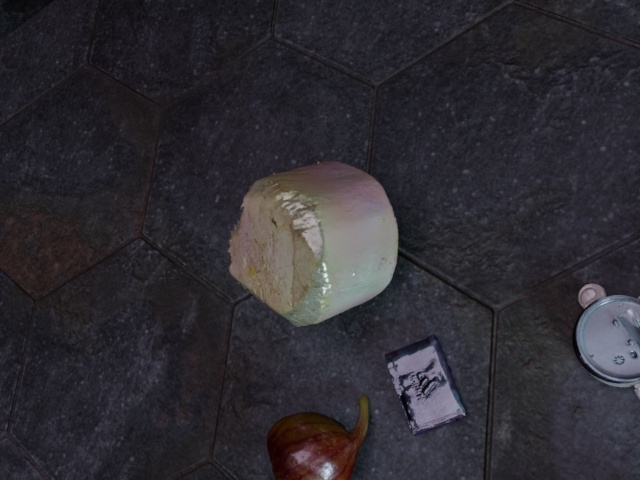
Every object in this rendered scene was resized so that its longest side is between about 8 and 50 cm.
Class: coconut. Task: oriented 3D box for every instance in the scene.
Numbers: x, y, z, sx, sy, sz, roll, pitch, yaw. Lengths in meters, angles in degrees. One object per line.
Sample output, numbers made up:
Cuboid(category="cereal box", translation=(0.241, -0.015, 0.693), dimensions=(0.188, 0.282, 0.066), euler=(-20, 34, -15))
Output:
Cuboid(category="coconut", translation=(0.000, 0.000, 1.461), dimensions=(0.298, 0.310, 0.297), euler=(11, 107, 39))

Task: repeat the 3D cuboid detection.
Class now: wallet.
Cuboid(category="wallet", translation=(0.197, 0.271, 1.430), dimensions=(0.111, 0.030, 0.165), euler=(-23, 67, 12))

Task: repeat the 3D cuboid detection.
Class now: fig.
Cuboid(category="fig", translation=(0.010, 0.391, 1.415), dimensions=(0.207, 0.175, 0.175), euler=(-17, 66, -1))

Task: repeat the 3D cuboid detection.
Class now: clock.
Cuboid(category="clock", translation=(0.512, 0.169, 1.295), dimensions=(0.156, 0.063, 0.229), euler=(-31, 64, 15))
